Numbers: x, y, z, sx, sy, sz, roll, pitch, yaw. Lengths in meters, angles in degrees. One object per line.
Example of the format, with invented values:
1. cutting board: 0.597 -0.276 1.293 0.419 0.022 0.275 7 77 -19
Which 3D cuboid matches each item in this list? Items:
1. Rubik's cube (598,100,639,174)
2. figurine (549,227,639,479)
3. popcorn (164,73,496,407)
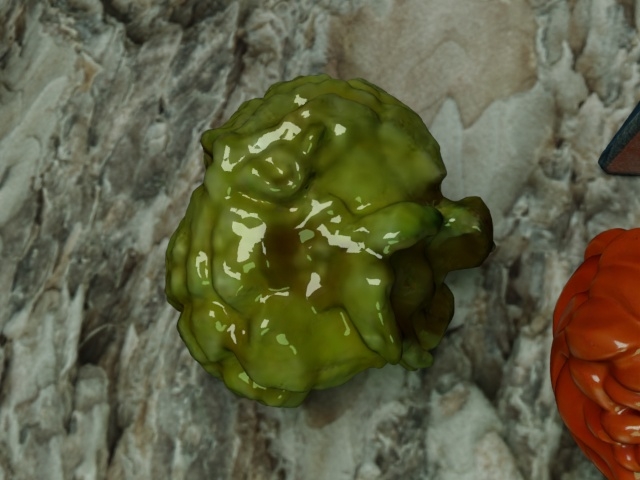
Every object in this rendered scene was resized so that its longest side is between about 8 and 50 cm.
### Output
1. Rubik's cube: 0.383 -0.157 1.091 0.228 0.228 0.233 -12 20 -27
2. figurine: 0.375 0.106 0.965 0.412 0.241 0.306 -7 86 3
3. popcorn: 0.000 0.000 1.103 0.270 0.224 0.257 -22 82 -3
